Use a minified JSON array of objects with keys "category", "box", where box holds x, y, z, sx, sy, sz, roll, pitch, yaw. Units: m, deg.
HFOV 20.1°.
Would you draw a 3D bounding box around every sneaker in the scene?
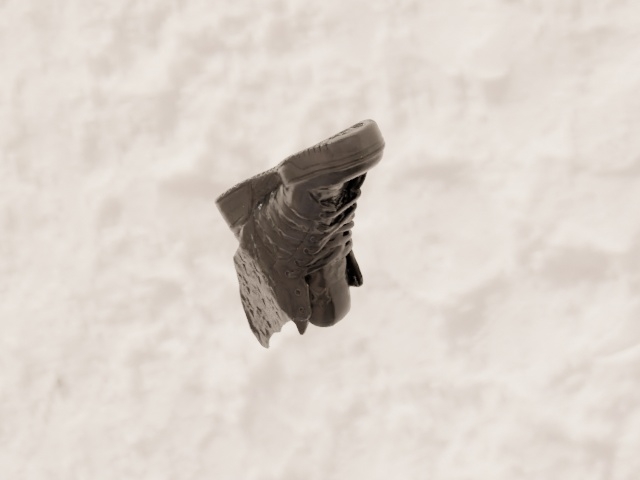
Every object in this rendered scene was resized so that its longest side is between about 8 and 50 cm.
[{"category":"sneaker","box":[-0.002,0.001,0.904,0.170,0.051,0.089,-23,93,59]}]
